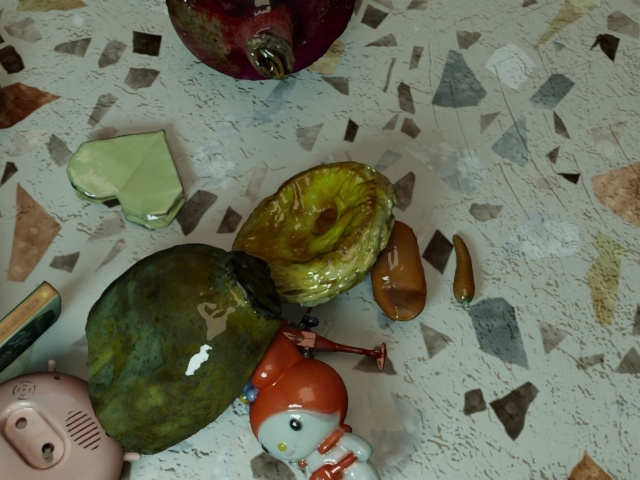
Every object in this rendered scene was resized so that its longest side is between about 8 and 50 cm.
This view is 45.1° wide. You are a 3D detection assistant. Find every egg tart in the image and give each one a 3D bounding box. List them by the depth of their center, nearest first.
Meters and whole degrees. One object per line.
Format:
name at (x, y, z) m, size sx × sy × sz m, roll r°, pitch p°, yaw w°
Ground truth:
egg tart at (0.000, 0.000, 1.191) m, size 0.295 × 0.116 × 0.295 m, roll -22°, pitch 39°, yaw 19°

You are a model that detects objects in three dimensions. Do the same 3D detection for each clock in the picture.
clock at (-0.378, 0.281, 1.039) m, size 0.227 × 0.142 × 0.241 m, roll 43°, pitch 60°, yaw 14°

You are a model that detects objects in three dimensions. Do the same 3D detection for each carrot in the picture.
carrot at (0.230, 0.049, 1.245) m, size 0.035 × 0.035 × 0.142 m, roll 3°, pitch 54°, yaw 1°

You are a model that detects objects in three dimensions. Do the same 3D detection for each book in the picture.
book at (-0.499, 0.207, 1.025) m, size 0.043 × 0.260 × 0.371 m, roll 47°, pitch 68°, yaw -6°

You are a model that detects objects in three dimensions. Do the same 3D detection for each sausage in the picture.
sausage at (0.121, 0.049, 1.219) m, size 0.089 × 0.089 × 0.179 m, roll -2°, pitch 65°, yaw -2°

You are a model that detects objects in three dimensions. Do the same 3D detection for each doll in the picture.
doll at (-0.032, 0.232, 1.069) m, size 0.130 × 0.161 × 0.290 m, roll -26°, pitch 74°, yaw -45°

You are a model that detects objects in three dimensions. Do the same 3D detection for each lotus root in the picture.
lotus root at (-0.188, 0.118, 1.052) m, size 0.260 × 0.149 × 0.267 m, roll -30°, pitch 49°, yaw 27°

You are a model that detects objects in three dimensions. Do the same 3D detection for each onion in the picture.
onion at (-0.095, -0.400, 1.296) m, size 0.348 × 0.347 × 0.385 m, roll -7°, pitch 48°, yaw -5°

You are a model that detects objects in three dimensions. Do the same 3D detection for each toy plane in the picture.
toy plane at (0.001, 0.166, 1.157) m, size 0.194 × 0.077 × 0.126 m, roll 28°, pitch 72°, yaw 4°

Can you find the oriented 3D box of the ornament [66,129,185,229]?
ornament at (-0.312, -0.122, 1.319) m, size 0.201 × 0.059 × 0.180 m, roll 24°, pitch 63°, yaw 9°
